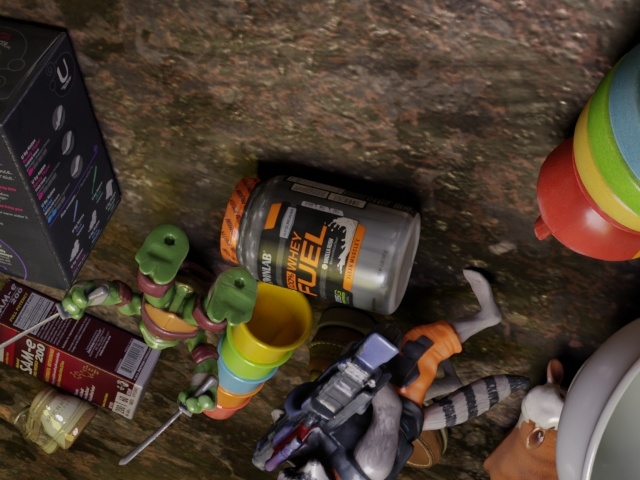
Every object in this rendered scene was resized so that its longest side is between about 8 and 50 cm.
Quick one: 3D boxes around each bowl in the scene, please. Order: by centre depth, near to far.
[{"bbox_3d":[0.342,0.186,1.159,0.298,0.298,0.134,48,171,-32],"label":"bowl"}]

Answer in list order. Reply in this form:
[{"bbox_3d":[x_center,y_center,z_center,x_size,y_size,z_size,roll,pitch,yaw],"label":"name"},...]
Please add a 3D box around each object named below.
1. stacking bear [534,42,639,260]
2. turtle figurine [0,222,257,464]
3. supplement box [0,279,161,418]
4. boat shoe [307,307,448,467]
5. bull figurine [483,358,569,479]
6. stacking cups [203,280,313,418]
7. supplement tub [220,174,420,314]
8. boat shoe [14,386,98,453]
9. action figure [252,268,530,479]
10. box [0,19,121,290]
[{"bbox_3d":[0.276,-0.069,0.913,0.164,0.175,0.289,43,153,-2],"label":"stacking bear"},{"bbox_3d":[-0.192,0.114,1.292,0.198,0.274,0.266,61,149,12],"label":"turtle figurine"},{"bbox_3d":[-0.359,0.159,1.648,0.239,0.073,0.130,25,146,-2],"label":"supplement box"},{"bbox_3d":[0.064,0.218,1.459,0.111,0.104,0.307,-6,137,35],"label":"boat shoe"},{"bbox_3d":[0.300,0.243,1.359,0.188,0.101,0.310,18,153,-1],"label":"bull figurine"},{"bbox_3d":[-0.103,0.150,1.488,0.096,0.096,0.316,27,149,-7],"label":"stacking cups"},{"bbox_3d":[0.000,0.000,1.189,0.190,0.117,0.117,14,145,12],"label":"supplement tub"},{"bbox_3d":[-0.415,0.265,1.776,0.089,0.104,0.285,39,157,-10],"label":"boat shoe"},{"bbox_3d":[0.078,0.177,1.190,0.178,0.330,0.341,47,151,5],"label":"action figure"},{"bbox_3d":[-0.340,-0.094,1.228,0.165,0.143,0.270,13,145,15],"label":"box"}]
